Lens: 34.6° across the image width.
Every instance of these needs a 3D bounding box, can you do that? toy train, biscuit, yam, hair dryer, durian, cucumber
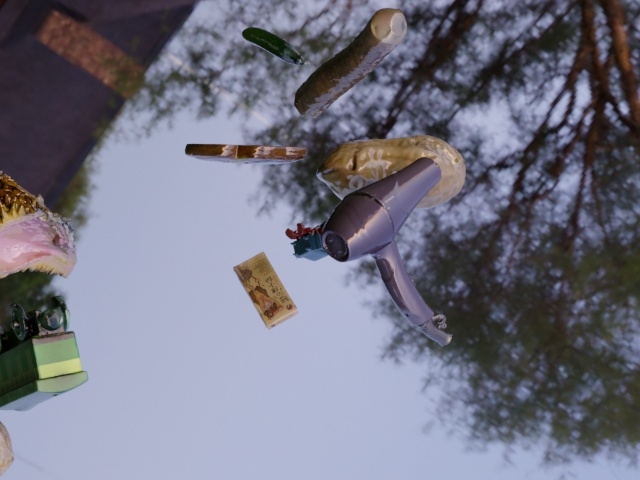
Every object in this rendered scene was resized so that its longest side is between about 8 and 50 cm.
[{"bbox_3d":[-0.576,0.228,2.065,0.301,0.120,0.202,-26,-104,52],"label":"toy train"},{"bbox_3d":[-0.150,-0.182,2.175,0.208,0.290,0.041,8,-82,51],"label":"biscuit"},{"bbox_3d":[0.043,-0.268,1.578,0.299,0.066,0.066,-33,-151,59],"label":"yam"},{"bbox_3d":[0.171,0.041,1.975,0.121,0.361,0.301,-7,-156,49],"label":"hair dryer"},{"bbox_3d":[-0.530,-0.040,1.739,0.185,0.196,0.305,-33,167,-7],"label":"durian"},{"bbox_3d":[-0.085,-0.364,1.917,0.037,0.155,0.037,-48,157,-28],"label":"cucumber"}]

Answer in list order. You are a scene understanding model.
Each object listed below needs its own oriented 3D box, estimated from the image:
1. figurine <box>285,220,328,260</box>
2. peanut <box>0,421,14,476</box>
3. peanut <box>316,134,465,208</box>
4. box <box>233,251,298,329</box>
[{"bbox_3d":[0.000,0.000,2.016,0.068,0.140,0.075,-26,-104,39],"label":"figurine"},{"bbox_3d":[-0.560,0.285,1.613,0.087,0.207,0.087,-39,-178,2],"label":"peanut"},{"bbox_3d":[0.151,-0.141,2.167,0.174,0.339,0.158,-111,-157,-55],"label":"peanut"},{"bbox_3d":[-0.111,0.100,2.073,0.073,0.149,0.020,-29,165,-11],"label":"box"}]
